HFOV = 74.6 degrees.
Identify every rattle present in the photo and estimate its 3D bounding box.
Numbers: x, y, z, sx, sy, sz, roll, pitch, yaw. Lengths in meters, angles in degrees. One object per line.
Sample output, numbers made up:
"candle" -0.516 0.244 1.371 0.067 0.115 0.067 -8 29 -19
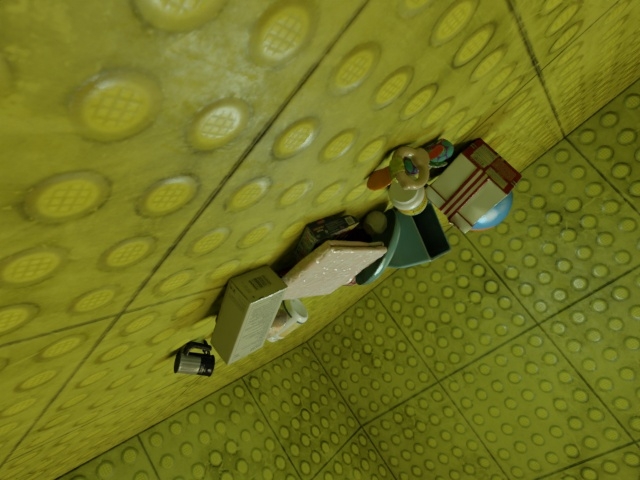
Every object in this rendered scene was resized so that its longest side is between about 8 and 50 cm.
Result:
"rattle" 0.253 -0.201 1.209 0.200 0.130 0.143 -38 170 -37

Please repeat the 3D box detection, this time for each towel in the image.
"towel" 0.022 0.100 1.420 0.317 0.053 0.332 1 146 -47

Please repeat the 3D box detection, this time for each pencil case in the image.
"pencil case" 0.326 -0.256 1.273 0.152 0.064 0.070 -29 126 -19

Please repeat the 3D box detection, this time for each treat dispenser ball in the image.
"treat dispenser ball" 0.692 -0.185 1.858 0.288 0.288 0.288 -33 165 -10

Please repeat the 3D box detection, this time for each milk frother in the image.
"milk frother" -0.489 0.449 1.626 0.135 0.129 0.143 18 168 -29

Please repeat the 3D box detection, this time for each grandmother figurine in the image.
"grandmother figurine" 0.112 0.016 1.589 0.342 0.104 0.208 -43 149 18

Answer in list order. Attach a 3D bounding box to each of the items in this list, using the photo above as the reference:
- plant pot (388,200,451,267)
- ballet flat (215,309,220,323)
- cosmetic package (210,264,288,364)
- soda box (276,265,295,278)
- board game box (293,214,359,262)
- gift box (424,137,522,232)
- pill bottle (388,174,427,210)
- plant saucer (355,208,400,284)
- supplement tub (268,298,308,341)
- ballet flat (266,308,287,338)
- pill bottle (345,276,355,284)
"plant pot" 0.367 -0.007 1.817 0.252 0.248 0.247 -26 174 37
"ballet flat" -0.324 0.278 1.538 0.084 0.058 0.250 -33 170 4
"cosmetic package" -0.234 0.241 1.351 0.160 0.113 0.309 -19 144 -46
"soda box" -0.127 0.153 1.537 0.210 0.067 0.071 -24 161 -37
"board game box" 0.000 0.000 1.359 0.194 0.060 0.194 -22 162 -41
"gift box" 0.544 -0.199 1.580 0.276 0.255 0.258 -30 163 -43
"pill bottle" 0.294 -0.154 1.413 0.117 0.117 0.208 -39 165 12
"plant saucer" 0.223 0.031 1.610 0.317 0.044 0.317 -62 -170 20
"supplement tub" -0.172 0.360 1.928 0.200 0.144 0.144 -39 165 15
"ballet flat" -0.282 0.353 1.658 0.316 0.107 0.106 -25 159 12
"pill bottle" 0.123 0.152 1.968 0.121 0.121 0.221 -38 163 9
